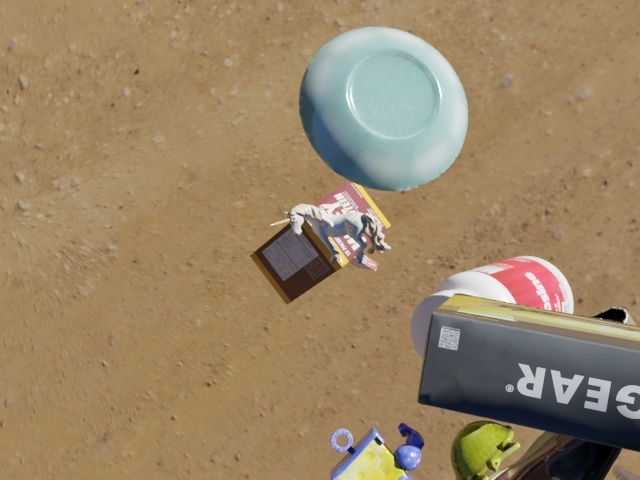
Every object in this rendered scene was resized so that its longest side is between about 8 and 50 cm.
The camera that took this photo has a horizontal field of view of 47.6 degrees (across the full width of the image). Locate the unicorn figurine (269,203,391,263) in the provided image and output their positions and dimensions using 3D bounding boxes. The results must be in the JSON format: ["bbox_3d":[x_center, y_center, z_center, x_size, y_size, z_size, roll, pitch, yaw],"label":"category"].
[{"bbox_3d":[0.019,-0.014,1.111,0.161,0.060,0.111,-13,125,13],"label":"unicorn figurine"}]

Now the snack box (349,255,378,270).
[{"bbox_3d":[0.058,0.027,1.715,0.178,0.064,0.022,32,73,-40],"label":"snack box"}]

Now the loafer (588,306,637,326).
[{"bbox_3d":[0.363,0.158,1.109,0.251,0.094,0.087,-20,128,2],"label":"loafer"}]

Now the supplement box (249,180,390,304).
[{"bbox_3d":[0.000,0.000,1.475,0.129,0.194,0.191,53,44,-1],"label":"supplement box"}]

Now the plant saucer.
[{"bbox_3d":[0.075,-0.152,0.788,0.194,0.037,0.195,2,77,-10],"label":"plant saucer"}]

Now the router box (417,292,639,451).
[{"bbox_3d":[0.258,0.120,0.662,0.308,0.243,0.081,10,92,14],"label":"router box"}]

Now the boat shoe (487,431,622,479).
[{"bbox_3d":[0.330,0.387,1.074,0.342,0.123,0.123,-32,88,-26],"label":"boat shoe"}]

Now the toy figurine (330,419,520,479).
[{"bbox_3d":[0.114,0.366,1.159,0.217,0.191,0.362,43,88,14],"label":"toy figurine"}]

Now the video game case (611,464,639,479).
[{"bbox_3d":[0.544,0.410,1.127,0.157,0.143,0.019,25,93,10],"label":"video game case"}]

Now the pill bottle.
[{"bbox_3d":[0.393,0.172,1.661,0.407,0.229,0.229,-10,96,-47],"label":"pill bottle"}]
